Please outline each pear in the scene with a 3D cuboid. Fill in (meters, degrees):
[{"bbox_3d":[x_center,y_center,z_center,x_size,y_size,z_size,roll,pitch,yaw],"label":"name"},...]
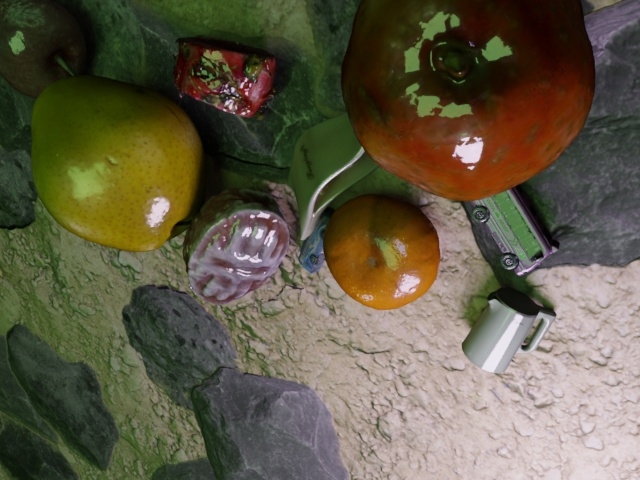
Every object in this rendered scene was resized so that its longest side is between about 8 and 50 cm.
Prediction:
[{"bbox_3d":[-0.442,-0.170,1.281,0.362,0.362,0.418,-39,85,34],"label":"pear"}]

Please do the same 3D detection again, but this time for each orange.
[{"bbox_3d":[0.123,0.018,1.159,0.240,0.171,0.240,12,114,29],"label":"orange"}]

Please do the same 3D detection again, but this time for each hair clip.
[{"bbox_3d":[0.017,-0.150,1.160,0.282,0.113,0.172,-33,50,26],"label":"hair clip"}]

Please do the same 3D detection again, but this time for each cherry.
[{"bbox_3d":[-0.668,-0.457,1.376,0.285,0.213,0.236,41,115,19],"label":"cherry"}]

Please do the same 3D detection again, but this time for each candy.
[{"bbox_3d":[-0.194,0.010,1.311,0.289,0.214,0.157,-56,40,31],"label":"candy"}]

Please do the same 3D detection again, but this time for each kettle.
[{"bbox_3d":[0.364,0.180,1.140,0.127,0.098,0.148,33,119,20],"label":"kettle"}]

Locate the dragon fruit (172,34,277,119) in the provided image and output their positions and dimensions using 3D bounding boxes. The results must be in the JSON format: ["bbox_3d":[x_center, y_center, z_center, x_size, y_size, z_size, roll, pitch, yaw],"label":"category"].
[{"bbox_3d":[-0.198,-0.328,1.187,0.282,0.211,0.147,32,119,45],"label":"dragon fruit"}]

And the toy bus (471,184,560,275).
[{"bbox_3d":[0.351,-0.031,1.065,0.098,0.087,0.178,-31,91,28],"label":"toy bus"}]

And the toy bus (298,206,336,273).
[{"bbox_3d":[0.000,0.000,1.294,0.061,0.051,0.153,40,125,24],"label":"toy bus"}]

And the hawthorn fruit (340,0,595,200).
[{"bbox_3d":[0.211,-0.247,0.875,0.403,0.403,0.402,11,115,25],"label":"hawthorn fruit"}]
